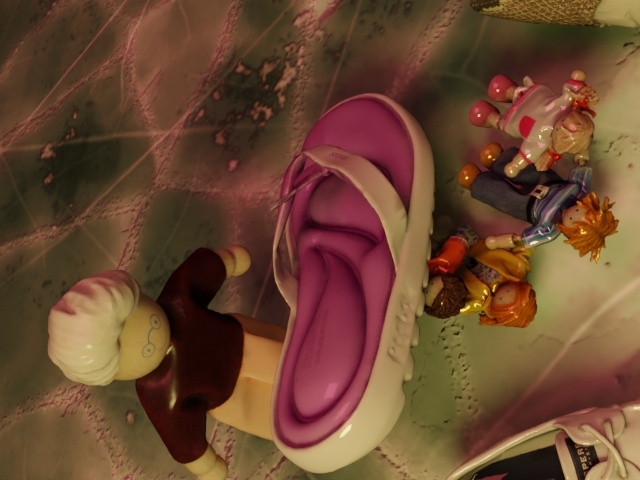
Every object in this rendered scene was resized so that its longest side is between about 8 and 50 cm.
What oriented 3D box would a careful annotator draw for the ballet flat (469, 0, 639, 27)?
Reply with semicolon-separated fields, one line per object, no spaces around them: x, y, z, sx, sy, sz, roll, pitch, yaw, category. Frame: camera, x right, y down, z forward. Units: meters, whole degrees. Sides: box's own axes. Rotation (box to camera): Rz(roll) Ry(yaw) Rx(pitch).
0.351;-0.281;0.764;0.482;0.164;0.182;-34;76;22;ballet flat

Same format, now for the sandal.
0.012;-0.008;0.814;0.169;0.102;0.416;-33;36;27;sandal

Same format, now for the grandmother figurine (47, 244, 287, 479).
-0.087;0.100;0.823;0.104;0.342;0.208;-18;64;32;grandmother figurine

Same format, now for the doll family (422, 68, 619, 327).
0.167;-0.016;0.831;0.263;0.118;0.163;-53;33;4;doll family

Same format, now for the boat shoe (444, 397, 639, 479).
0.210;0.175;0.734;0.258;0.084;0.095;-31;57;26;boat shoe
